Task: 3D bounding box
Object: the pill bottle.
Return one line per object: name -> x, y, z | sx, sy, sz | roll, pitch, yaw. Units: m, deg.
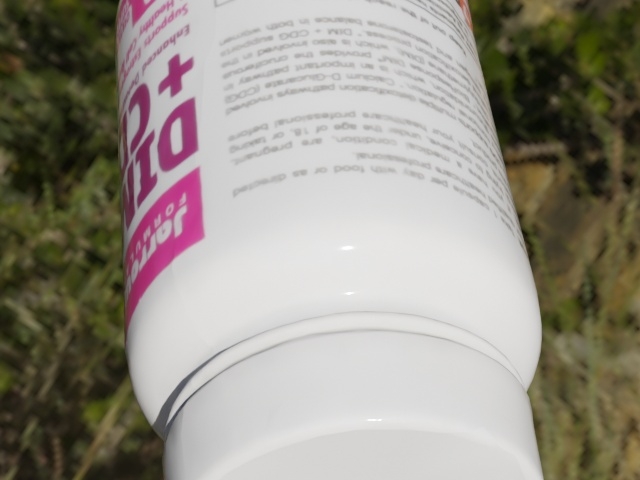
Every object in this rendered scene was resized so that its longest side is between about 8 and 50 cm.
pill bottle -> 0.000, 0.000, 0.730 | 0.160, 0.160, 0.283 | 23, 39, -29
